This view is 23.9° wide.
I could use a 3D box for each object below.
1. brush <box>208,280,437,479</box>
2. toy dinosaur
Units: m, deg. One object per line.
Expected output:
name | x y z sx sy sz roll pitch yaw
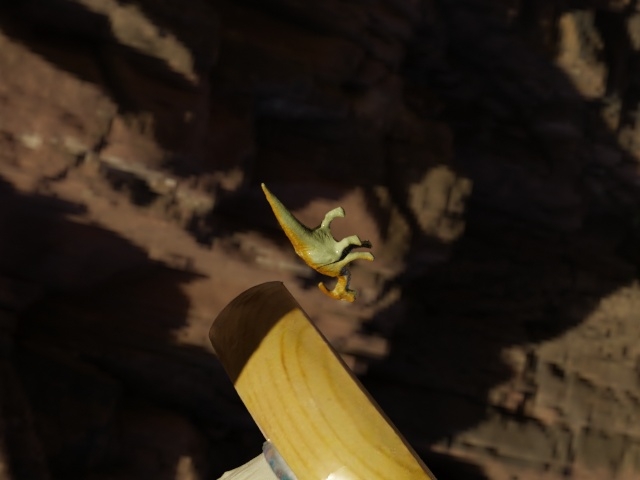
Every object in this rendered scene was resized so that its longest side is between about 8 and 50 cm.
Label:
brush | -0.024 0.157 0.987 0.267 0.166 0.174 54 -179 35
toy dinosaur | 0.004 -0.001 0.906 0.041 0.026 0.113 -25 134 8
